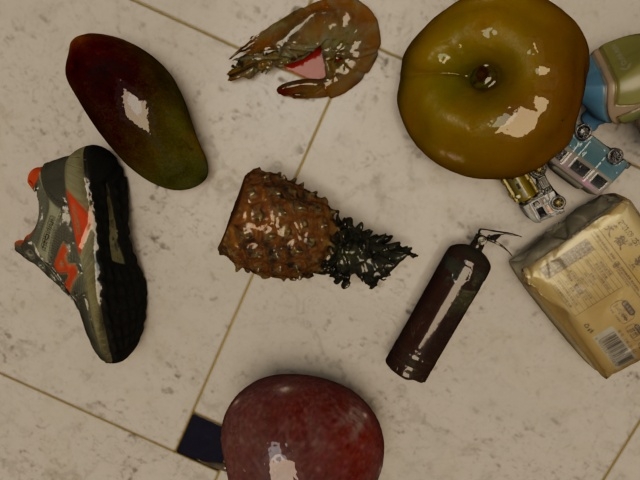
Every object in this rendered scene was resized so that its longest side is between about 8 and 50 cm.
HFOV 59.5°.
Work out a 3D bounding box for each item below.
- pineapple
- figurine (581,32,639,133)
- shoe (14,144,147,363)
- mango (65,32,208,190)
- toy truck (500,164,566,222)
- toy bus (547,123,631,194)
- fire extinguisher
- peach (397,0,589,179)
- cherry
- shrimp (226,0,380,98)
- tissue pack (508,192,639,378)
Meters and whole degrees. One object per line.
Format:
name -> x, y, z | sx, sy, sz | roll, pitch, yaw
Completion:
pineapple -> 0.000, 0.000, 0.823 | 0.279, 0.158, 0.157 | 18, 101, -12
figurine -> 0.474, -0.205, 0.753 | 0.262, 0.154, 0.179 | -18, 108, 24
shoe -> -0.382, 0.030, 0.856 | 0.171, 0.132, 0.336 | -5, 98, 10
mango -> -0.261, -0.188, 0.813 | 0.133, 0.111, 0.267 | -37, 101, -2
toy truck -> 0.302, -0.084, 0.820 | 0.063, 0.052, 0.123 | -31, 95, 13
toy bus -> 0.367, -0.124, 0.804 | 0.123, 0.060, 0.075 | 35, 104, -5
fire extinguisher -> 0.199, 0.092, 0.847 | 0.089, 0.072, 0.267 | 29, 101, 8
peach -> 0.222, -0.204, 0.743 | 0.251, 0.153, 0.251 | -4, 82, 31
cherry -> -0.044, 0.323, 0.837 | 0.286, 0.213, 0.235 | -4, 105, -2
shrimp -> -0.024, -0.266, 0.820 | 0.236, 0.053, 0.133 | -21, 118, 4
tissue pack -> 0.416, 0.065, 0.819 | 0.186, 0.090, 0.222 | -40, 94, 12
